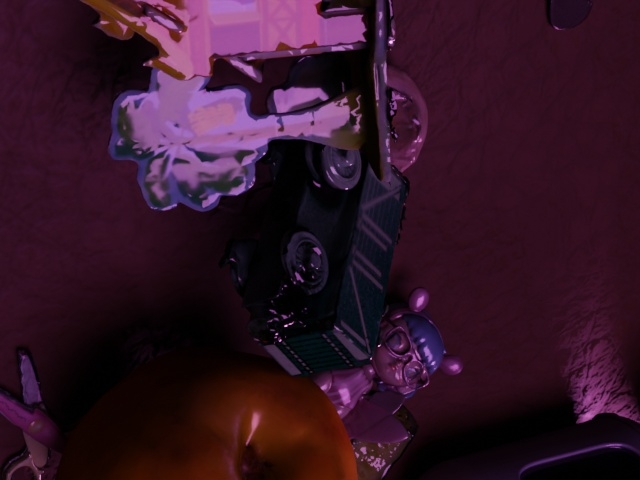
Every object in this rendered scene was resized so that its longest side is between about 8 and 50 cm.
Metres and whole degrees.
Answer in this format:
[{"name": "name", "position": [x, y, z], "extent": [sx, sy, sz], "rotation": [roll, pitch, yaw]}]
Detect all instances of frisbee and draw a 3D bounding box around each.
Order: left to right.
[{"name": "frisbee", "position": [0.234, -0.321, 1.546], "extent": [0.187, 0.012, 0.211], "rotation": [3, 119, -32]}]

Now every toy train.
[{"name": "toy train", "position": [0.000, 0.000, 1.464], "extent": [0.115, 0.269, 0.154], "rotation": [-19, 133, 35]}]

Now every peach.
[{"name": "peach", "position": [-0.118, 0.249, 1.517], "extent": [0.288, 0.289, 0.308], "rotation": [-2, 162, -31]}]

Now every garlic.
[{"name": "garlic", "position": [0.072, -0.132, 1.546], "extent": [0.084, 0.066, 0.152], "rotation": [-24, 132, 21]}]

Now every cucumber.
[{"name": "cucumber", "position": [0.031, 0.281, 1.801], "extent": [0.078, 0.062, 0.211], "rotation": [32, 110, -7]}]

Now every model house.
[{"name": "model house", "position": [-0.102, -0.215, 1.301], "extent": [0.312, 0.242, 0.358], "rotation": [-6, 120, -7]}]

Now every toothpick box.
[{"name": "toothpick box", "position": [0.254, 0.370, 1.889], "extent": [0.354, 0.263, 0.263], "rotation": [-10, 125, -25]}]

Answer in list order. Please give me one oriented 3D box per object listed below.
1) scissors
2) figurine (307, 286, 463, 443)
[{"name": "scissors", "position": [-0.295, 0.189, 1.558], "extent": [0.133, 0.020, 0.187], "rotation": [-33, 133, -14]}, {"name": "figurine", "position": [0.016, 0.139, 1.680], "extent": [0.260, 0.103, 0.205], "rotation": [-30, 95, -8]}]
